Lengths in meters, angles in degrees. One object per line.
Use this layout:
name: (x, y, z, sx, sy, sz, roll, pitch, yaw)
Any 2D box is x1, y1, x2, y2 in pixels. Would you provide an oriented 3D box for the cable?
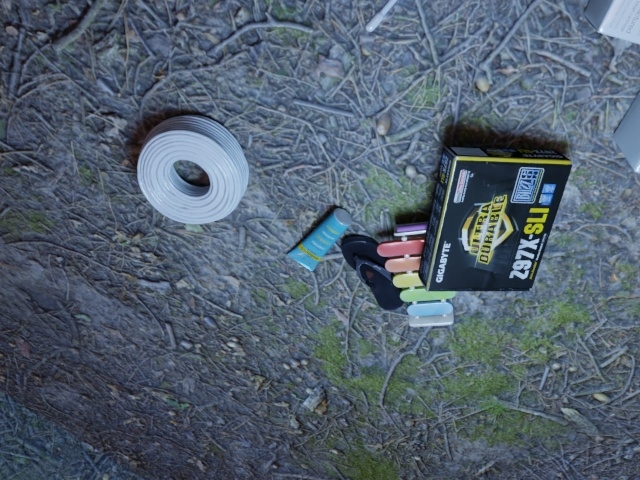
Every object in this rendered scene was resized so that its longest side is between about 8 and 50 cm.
cable: (-0.297, -0.158, 1.299, 0.256, 0.089, 0.257, -1, 126, 11)

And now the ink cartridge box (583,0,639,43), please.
ink cartridge box: (0.626, -0.420, 0.925, 0.282, 0.117, 0.207, 15, 127, -1)

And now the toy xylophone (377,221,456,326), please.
toy xylophone: (0.284, 0.069, 1.373, 0.236, 0.081, 0.323, -13, 124, 18)

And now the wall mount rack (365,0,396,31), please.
wall mount rack: (0.102, -0.526, 0.888, 0.350, 0.130, 0.304, 42, 150, -7)

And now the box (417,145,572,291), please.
box: (0.368, -0.040, 1.218, 0.256, 0.079, 0.322, 0, 119, -11)

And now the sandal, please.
sandal: (0.142, 0.088, 1.428, 0.097, 0.055, 0.254, -25, 119, 25)

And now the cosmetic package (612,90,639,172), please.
cosmetic package: (0.780, -0.195, 1.043, 0.365, 0.155, 0.197, 16, 127, -2)

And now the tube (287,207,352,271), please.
tube: (0.000, 0.000, 1.397, 0.080, 0.052, 0.207, 38, 131, -6)
